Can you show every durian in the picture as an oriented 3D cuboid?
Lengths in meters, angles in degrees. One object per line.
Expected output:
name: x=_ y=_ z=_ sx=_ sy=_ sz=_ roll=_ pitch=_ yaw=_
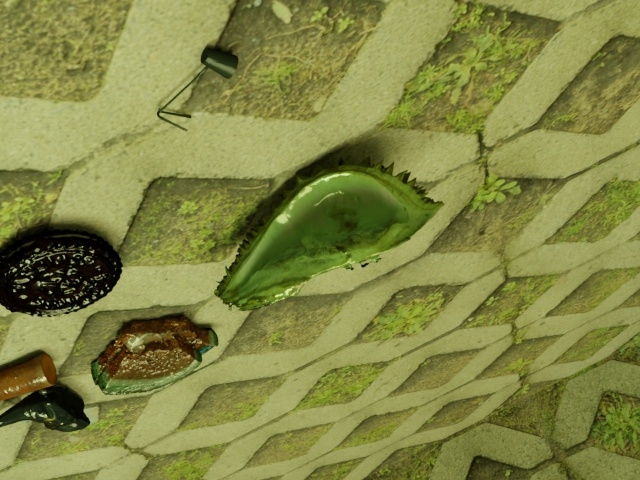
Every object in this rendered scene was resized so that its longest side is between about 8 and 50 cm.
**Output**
durian: x=0.003 y=0.005 z=1.152 sx=0.395 sy=0.198 sz=0.163 roll=-27 pitch=148 yaw=6

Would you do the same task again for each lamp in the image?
lamp: x=-0.160 y=-0.198 z=0.916 sx=0.054 sy=0.041 sz=0.121 roll=18 pitch=125 yaw=-36

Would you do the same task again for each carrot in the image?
carrot: x=-0.577 y=0.258 z=1.252 sx=0.210 sy=0.061 sz=0.061 roll=-18 pitch=146 yaw=-5

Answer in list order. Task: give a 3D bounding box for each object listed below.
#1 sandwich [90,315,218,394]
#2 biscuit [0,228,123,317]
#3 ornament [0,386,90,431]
sandwich: x=-0.305 y=0.218 z=1.347 sx=0.235 sy=0.079 sz=0.159 roll=-6 pitch=142 yaw=-27
biscuit: x=-0.398 y=0.052 z=1.080 sx=0.195 sy=0.053 sz=0.194 roll=-18 pitch=146 yaw=-12
ornament: x=-0.582 y=0.350 z=1.347 sx=0.236 sy=0.080 sz=0.202 roll=-22 pitch=157 yaw=-6
